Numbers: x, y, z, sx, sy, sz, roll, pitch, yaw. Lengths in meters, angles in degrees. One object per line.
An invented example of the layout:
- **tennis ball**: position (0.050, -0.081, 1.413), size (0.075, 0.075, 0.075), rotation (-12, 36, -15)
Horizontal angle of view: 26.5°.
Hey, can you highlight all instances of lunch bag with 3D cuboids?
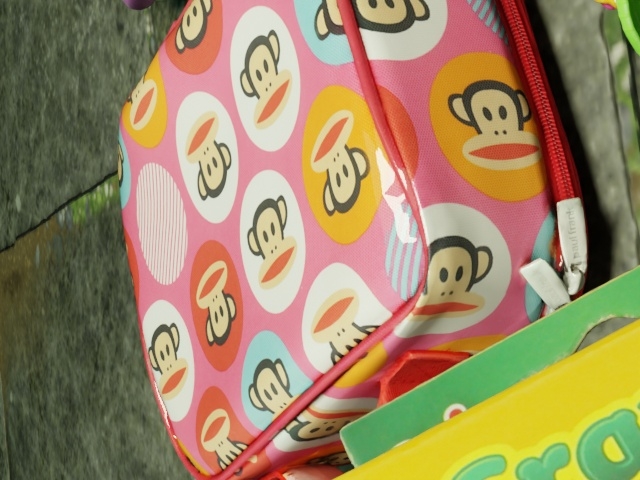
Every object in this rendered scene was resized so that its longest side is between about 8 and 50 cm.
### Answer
- **lunch bag**: position (0.000, 0.000, 0.659), size (0.293, 0.120, 0.258), rotation (-45, 54, 53)

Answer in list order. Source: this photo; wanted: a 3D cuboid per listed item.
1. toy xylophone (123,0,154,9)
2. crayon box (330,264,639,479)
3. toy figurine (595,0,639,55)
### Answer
- **toy xylophone**: position (-0.163, -0.316, 0.873), size (0.236, 0.081, 0.322), rotation (20, -114, -83)
- **crayon box**: position (0.132, 0.119, 0.342), size (0.318, 0.202, 0.081), rotation (64, -175, 36)
- **toy figurine**: position (0.100, -0.156, 0.508), size (0.159, 0.130, 0.173), rotation (-130, 20, -67)
